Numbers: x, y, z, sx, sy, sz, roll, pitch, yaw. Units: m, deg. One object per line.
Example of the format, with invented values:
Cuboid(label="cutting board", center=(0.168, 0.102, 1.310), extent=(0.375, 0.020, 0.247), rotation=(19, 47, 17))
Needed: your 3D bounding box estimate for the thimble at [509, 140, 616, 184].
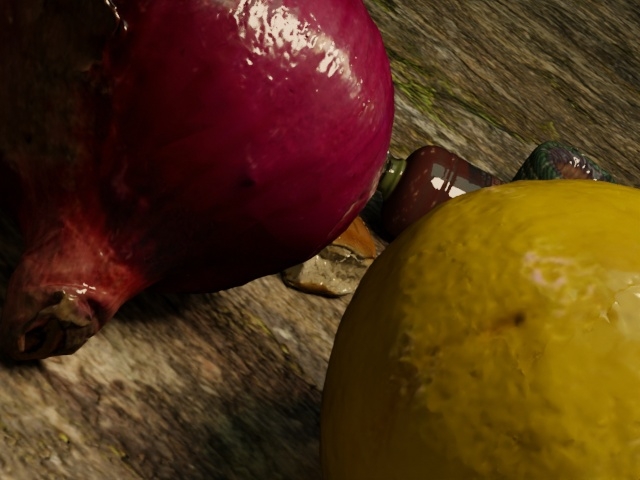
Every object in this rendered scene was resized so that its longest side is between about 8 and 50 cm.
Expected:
Cuboid(label="thimble", center=(0.266, -0.037, 1.810), extent=(0.118, 0.090, 0.135), rotation=(12, 33, -36))

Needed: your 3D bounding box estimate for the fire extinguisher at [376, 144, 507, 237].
Cuboid(label="fire extinguisher", center=(0.145, -0.016, 1.643), extent=(0.344, 0.102, 0.138), rotation=(28, -7, -7))

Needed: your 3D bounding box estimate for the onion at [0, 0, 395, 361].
Cuboid(label="onion", center=(-0.133, -0.069, 1.214), extent=(0.347, 0.348, 0.385), rotation=(28, 59, -10))

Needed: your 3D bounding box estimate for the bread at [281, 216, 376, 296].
Cuboid(label="bread", center=(0.002, -0.001, 1.459), extent=(0.070, 0.077, 0.083), rotation=(8, 33, -36))

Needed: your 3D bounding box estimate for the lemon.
Cuboid(label="lemon", center=(0.159, 0.120, 1.119), extent=(0.348, 0.348, 0.348), rotation=(26, 26, -14))
